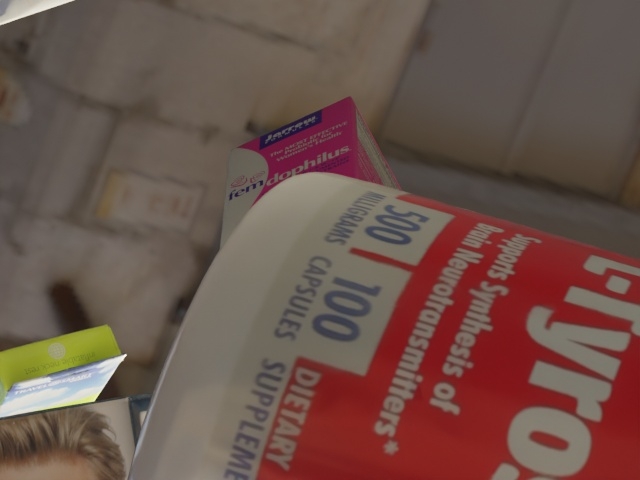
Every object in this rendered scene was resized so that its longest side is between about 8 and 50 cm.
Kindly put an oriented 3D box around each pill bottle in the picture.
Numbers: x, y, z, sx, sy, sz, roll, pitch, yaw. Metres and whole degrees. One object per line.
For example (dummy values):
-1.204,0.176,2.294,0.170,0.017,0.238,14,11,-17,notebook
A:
0.145,0.130,0.746,0.407,0.229,0.229,16,-171,15,pill bottle

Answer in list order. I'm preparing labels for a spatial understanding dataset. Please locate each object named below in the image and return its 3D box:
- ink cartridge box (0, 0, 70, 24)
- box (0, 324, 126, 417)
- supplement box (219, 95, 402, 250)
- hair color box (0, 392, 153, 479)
-0.105,-0.237,0.730,0.171,0.233,0.168,-17,-129,-1,ink cartridge box
-0.243,0.127,1.634,0.109,0.178,0.042,-15,-108,-26,box
0.000,0.000,1.367,0.114,0.111,0.220,61,-168,-23,supplement box
-0.177,0.299,1.412,0.173,0.347,0.105,-11,175,16,hair color box
